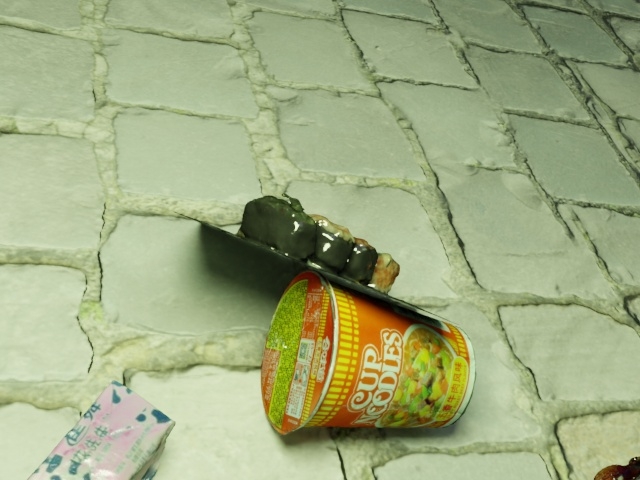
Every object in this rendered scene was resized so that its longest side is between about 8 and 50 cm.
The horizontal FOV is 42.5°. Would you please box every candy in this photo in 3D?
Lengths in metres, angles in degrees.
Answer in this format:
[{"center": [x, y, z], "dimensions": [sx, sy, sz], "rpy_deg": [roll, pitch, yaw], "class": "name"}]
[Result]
[{"center": [-0.221, 0.228, 0.821], "dimensions": [0.092, 0.073, 0.160], "rpy_deg": [30, 41, 4], "class": "candy"}]

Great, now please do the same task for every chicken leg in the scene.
[{"center": [0.368, 0.328, 1.018], "dimensions": [0.093, 0.053, 0.205], "rpy_deg": [44, 47, -12], "class": "chicken leg"}]

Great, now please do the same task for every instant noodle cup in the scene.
[{"center": [0.061, 0.147, 0.980], "dimensions": [0.212, 0.193, 0.193], "rpy_deg": [14, 41, -25], "class": "instant noodle cup"}]

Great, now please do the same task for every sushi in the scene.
[{"center": [0.000, 0.000, 1.020], "dimensions": [0.339, 0.069, 0.320], "rpy_deg": [22, -1, -1], "class": "sushi"}]
